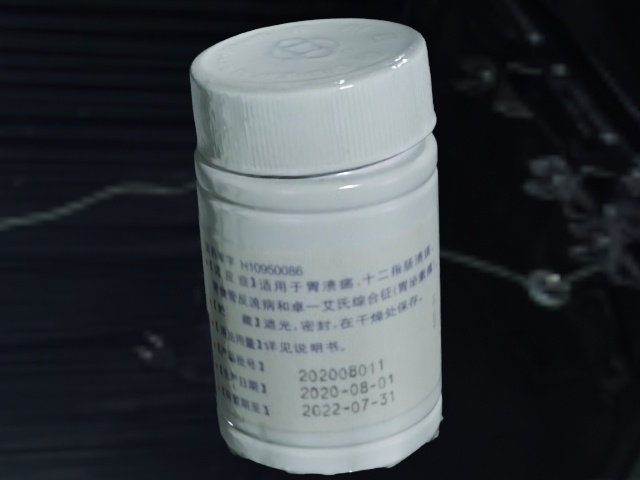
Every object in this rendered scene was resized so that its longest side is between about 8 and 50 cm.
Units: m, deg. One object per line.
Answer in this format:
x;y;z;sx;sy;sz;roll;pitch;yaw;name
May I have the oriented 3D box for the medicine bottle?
0.000;0.000;1.441;0.190;0.190;0.332;-137;-140;-58;medicine bottle
